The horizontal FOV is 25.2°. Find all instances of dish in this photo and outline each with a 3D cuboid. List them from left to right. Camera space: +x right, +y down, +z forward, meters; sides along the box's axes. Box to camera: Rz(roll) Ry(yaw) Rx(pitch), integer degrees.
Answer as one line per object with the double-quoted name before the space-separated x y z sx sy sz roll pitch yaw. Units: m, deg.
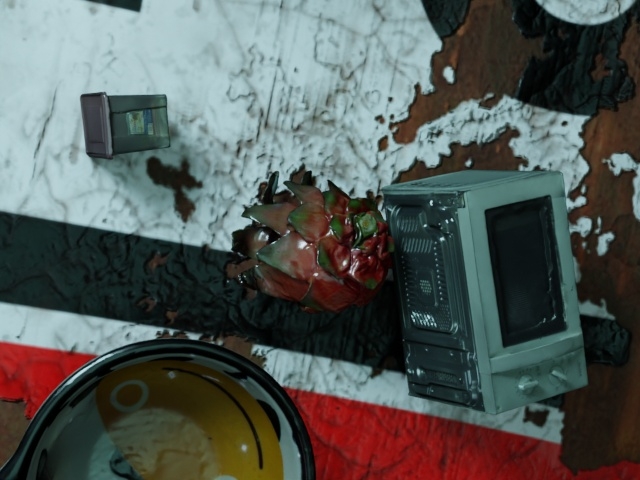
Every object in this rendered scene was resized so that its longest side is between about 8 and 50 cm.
"dish" -0.152 0.219 1.305 0.303 0.120 0.303 -2 96 -15

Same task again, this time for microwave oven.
"microwave oven" 0.149 0.044 1.344 0.122 0.162 0.208 -12 99 -31

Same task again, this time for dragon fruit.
"dragon fruit" -0.001 0.007 1.327 0.142 0.130 0.121 24 98 23

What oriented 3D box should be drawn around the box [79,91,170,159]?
"box" -0.175 -0.106 1.287 0.063 0.085 0.060 -8 97 -23
